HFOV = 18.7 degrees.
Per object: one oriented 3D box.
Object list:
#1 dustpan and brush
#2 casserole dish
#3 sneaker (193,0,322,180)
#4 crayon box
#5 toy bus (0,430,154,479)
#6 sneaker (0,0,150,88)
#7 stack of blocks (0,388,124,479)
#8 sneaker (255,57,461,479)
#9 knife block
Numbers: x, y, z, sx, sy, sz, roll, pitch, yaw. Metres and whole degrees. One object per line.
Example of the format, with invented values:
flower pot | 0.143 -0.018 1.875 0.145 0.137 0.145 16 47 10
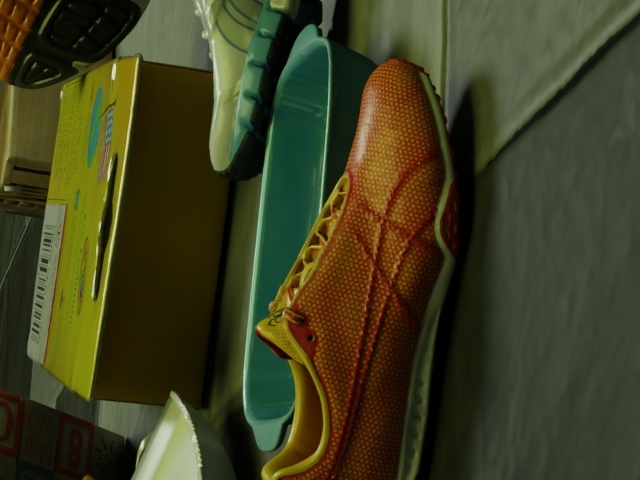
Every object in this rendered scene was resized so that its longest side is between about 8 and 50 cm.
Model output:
dustpan and brush | -0.073 0.169 0.974 0.211 0.060 0.147 29 94 50
casserole dish | 0.000 0.000 0.850 0.114 0.037 0.188 153 124 -73
sneaker | -0.041 -0.124 0.945 0.071 0.083 0.191 28 -109 -72
crayon box | -0.119 -0.004 1.218 0.318 0.081 0.202 -171 89 -76
toy bus | -0.140 0.224 1.128 0.104 0.202 0.191 55 -153 -60
sneaker | -0.129 -0.211 1.274 0.262 0.099 0.121 -52 7 8
stack of blocks | -0.247 0.181 1.256 0.297 0.087 0.171 33 -124 -57
sneaker | 0.013 0.016 0.732 0.064 0.067 0.175 168 110 -77
knife block | -0.229 -0.142 1.695 0.275 0.088 0.242 157 120 -76
